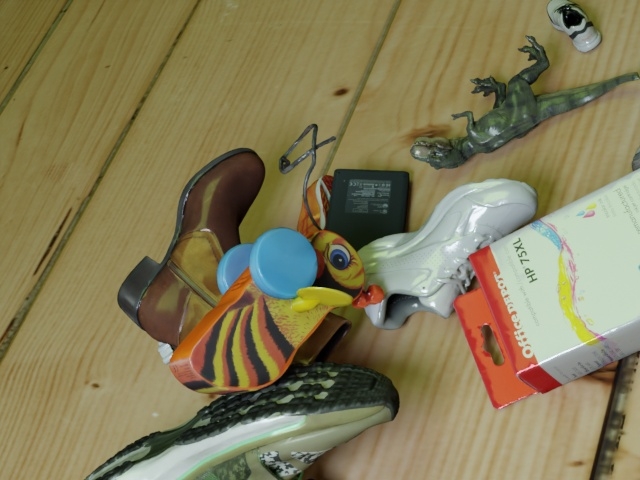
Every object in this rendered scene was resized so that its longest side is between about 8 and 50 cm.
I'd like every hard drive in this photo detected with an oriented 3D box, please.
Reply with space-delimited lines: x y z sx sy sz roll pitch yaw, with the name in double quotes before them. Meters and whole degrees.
"hard drive" 0.055 -0.028 1.157 0.094 0.022 0.135 3 53 8

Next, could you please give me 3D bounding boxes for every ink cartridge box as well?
"ink cartridge box" 0.232 0.050 0.900 0.231 0.078 0.134 -29 58 18

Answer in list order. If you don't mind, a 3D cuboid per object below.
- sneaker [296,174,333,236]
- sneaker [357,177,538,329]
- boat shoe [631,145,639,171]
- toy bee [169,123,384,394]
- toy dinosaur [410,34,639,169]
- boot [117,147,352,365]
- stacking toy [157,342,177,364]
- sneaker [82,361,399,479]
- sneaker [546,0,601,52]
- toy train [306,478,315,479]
"sneaker" 0.000 0.000 1.196 0.067 0.064 0.175 -42 30 43
"sneaker" 0.141 0.026 1.031 0.232 0.090 0.115 -35 46 25
"boat shoe" 0.440 -0.101 0.848 0.324 0.123 0.116 3 56 40
"toy bee" -0.013 0.046 0.975 0.298 0.162 0.195 -55 18 -7
"toy dinosaur" 0.231 -0.167 1.134 0.268 0.064 0.118 -23 50 21
"boot" -0.078 0.038 1.119 0.280 0.096 0.264 28 71 38
"stacking toy" -0.099 0.147 1.146 0.167 0.052 0.221 -38 40 8
"sneaker" -0.081 0.257 0.964 0.410 0.182 0.158 -28 6 22
"sneaker" 0.305 -0.273 1.173 0.040 0.044 0.109 -38 38 11
"toy train" 0.039 0.264 0.935 0.158 0.036 0.027 11 64 45
